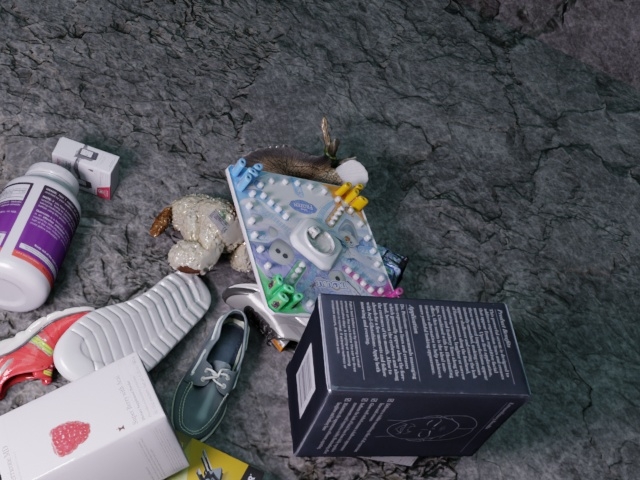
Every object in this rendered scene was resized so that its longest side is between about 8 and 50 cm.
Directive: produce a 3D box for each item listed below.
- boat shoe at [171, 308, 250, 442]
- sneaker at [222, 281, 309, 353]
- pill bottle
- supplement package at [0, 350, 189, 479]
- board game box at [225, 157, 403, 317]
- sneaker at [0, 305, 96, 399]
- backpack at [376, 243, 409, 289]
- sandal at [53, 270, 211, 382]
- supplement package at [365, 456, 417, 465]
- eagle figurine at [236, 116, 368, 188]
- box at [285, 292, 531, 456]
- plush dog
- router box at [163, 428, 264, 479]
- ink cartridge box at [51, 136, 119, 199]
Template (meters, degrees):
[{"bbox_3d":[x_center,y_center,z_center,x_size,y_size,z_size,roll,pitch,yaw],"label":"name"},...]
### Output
[{"bbox_3d":[-0.231,0.282,1.762,0.116,0.099,0.320,22,50,0],"label":"boat shoe"},{"bbox_3d":[-0.108,0.186,1.877,0.271,0.100,0.108,28,56,5],"label":"sneaker"},{"bbox_3d":[-0.643,-0.015,1.814,0.181,0.181,0.323,15,50,-6],"label":"pill bottle"},{"bbox_3d":[-0.422,0.374,1.513,0.292,0.175,0.177,-26,45,-14],"label":"supplement package"},{"bbox_3d":[0.000,0.000,1.865,0.389,0.050,0.390,8,50,-39],"label":"board game box"},{"bbox_3d":[-0.576,0.238,1.705,0.279,0.107,0.118,-32,76,-24],"label":"sneaker"},{"bbox_3d":[0.146,0.067,2.040,0.114,0.105,0.084,30,50,14],"label":"backpack"},{"bbox_3d":[-0.395,0.205,1.780,0.416,0.102,0.169,-30,81,-47],"label":"sandal"},{"bbox_3d":[0.129,0.406,1.772,0.179,0.105,0.105,12,51,-8],"label":"supplement package"},{"bbox_3d":[-0.053,-0.150,2.101,0.298,0.225,0.226,-30,81,-44],"label":"eagle figurine"},{"bbox_3d":[0.158,0.275,1.623,0.395,0.294,0.212,5,52,-15],"label":"box"},{"bbox_3d":[-0.268,-0.045,1.939,0.225,0.211,0.262,23,18,40],"label":"plush dog"},{"bbox_3d":[-0.280,0.534,1.564,0.242,0.081,0.309,24,50,3],"label":"router box"},{"bbox_3d":[-0.573,-0.176,2.005,0.150,0.109,0.063,19,54,-2],"label":"ink cartridge box"}]
